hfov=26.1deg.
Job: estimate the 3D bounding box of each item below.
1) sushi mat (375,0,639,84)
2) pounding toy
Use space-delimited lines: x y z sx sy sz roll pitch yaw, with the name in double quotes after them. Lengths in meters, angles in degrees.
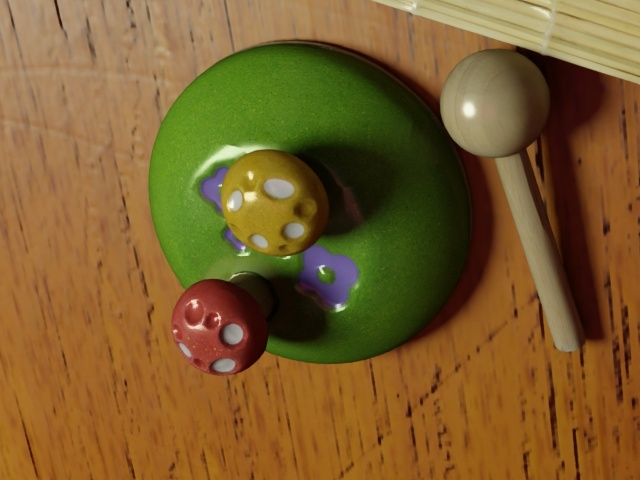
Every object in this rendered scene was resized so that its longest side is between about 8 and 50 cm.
0.059 -0.177 0.638 0.317 0.019 0.151 20 119 13 "sushi mat"
0.000 0.000 0.695 0.237 0.110 0.182 -2 113 25 "pounding toy"
